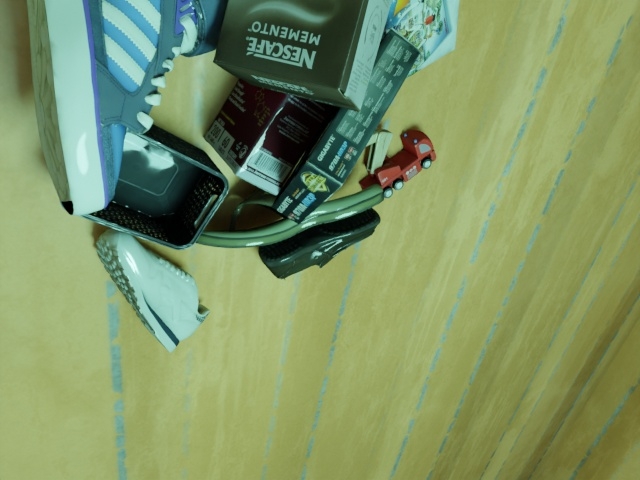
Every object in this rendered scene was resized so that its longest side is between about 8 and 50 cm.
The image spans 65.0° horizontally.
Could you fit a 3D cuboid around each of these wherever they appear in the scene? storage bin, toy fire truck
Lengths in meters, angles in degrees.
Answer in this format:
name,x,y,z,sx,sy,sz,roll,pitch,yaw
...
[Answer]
name,x,y,z,sx,sy,sz,roll,pitch,yaw
storage bin,-0.225,-0.078,0.638,0.180,0.084,0.122,25,105,-43
toy fire truck,0.098,-0.137,0.836,0.192,0.047,0.135,-37,134,-6

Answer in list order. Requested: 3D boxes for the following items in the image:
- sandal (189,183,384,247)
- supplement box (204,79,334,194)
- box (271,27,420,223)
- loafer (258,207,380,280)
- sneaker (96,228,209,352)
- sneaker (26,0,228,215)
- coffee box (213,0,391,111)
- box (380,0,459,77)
name,x,y,z,sx,sy,sz,roll,pitch,yaw
sandal,-0.052,-0.050,0.764,0.302,0.120,0.086,-18,96,-14
supplement box,-0.043,-0.194,0.644,0.073,0.130,0.239,25,104,-42
box,0.027,-0.139,0.654,0.051,0.175,0.220,33,70,-9
loafer,0.000,0.000,0.858,0.220,0.080,0.078,-21,140,-14
sneaker,-0.241,0.061,0.739,0.095,0.090,0.235,-37,139,-23
sneaker,-0.157,-0.194,0.515,0.236,0.130,0.323,-8,98,-36
coffee box,0.002,-0.275,0.509,0.098,0.141,0.247,-10,116,-74
box,0.112,-0.321,0.669,0.159,0.044,0.233,-32,151,-8
